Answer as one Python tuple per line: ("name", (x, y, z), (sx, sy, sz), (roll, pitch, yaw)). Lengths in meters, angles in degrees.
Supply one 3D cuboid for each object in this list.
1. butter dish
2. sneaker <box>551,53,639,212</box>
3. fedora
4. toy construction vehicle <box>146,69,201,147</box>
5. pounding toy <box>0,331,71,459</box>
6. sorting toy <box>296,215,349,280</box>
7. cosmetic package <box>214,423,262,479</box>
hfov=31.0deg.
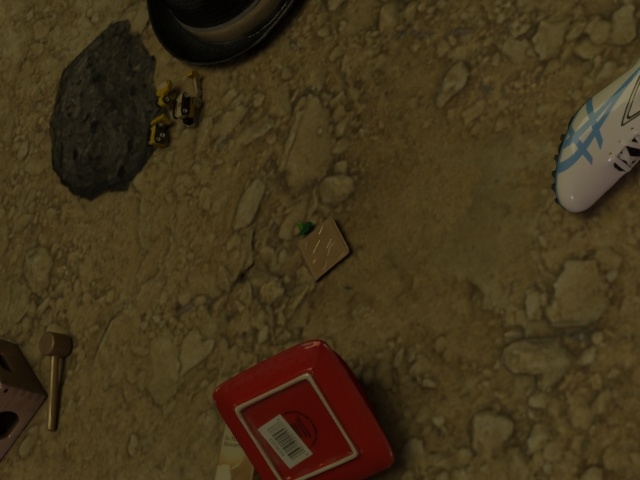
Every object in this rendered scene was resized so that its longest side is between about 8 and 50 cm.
("butter dish", (-0.006, 0.180, 1.241), (0.160, 0.118, 0.160), (-29, 97, 26))
("sneaker", (0.314, -0.121, 1.123), (0.237, 0.085, 0.086), (-53, 43, 10))
("fedora", (-0.165, -0.407, 1.588), (0.334, 0.152, 0.334), (-17, 62, 34))
("toy construction vehicle", (-0.201, -0.182, 1.606), (0.086, 0.035, 0.098), (-23, 55, 43))
("pounding toy", (-0.437, 0.200, 1.588), (0.206, 0.094, 0.181), (-53, 48, 9))
("sorting toy", (0.000, 0.000, 1.374), (0.062, 0.012, 0.083), (-43, 54, 23))
("cosmetic package", (-0.080, 0.237, 1.318), (0.060, 0.041, 0.115), (-5, 69, 38))
